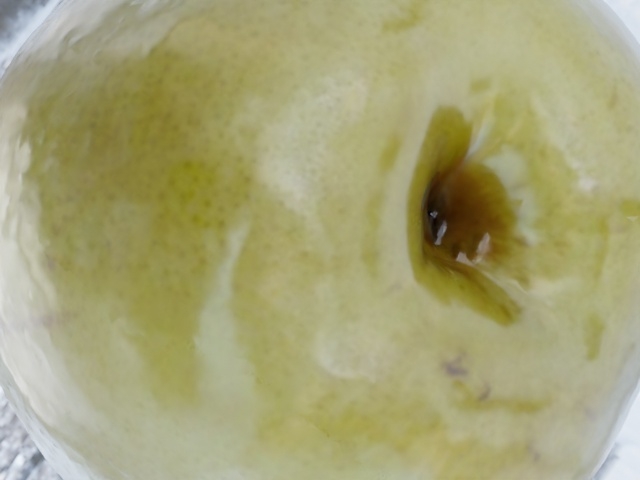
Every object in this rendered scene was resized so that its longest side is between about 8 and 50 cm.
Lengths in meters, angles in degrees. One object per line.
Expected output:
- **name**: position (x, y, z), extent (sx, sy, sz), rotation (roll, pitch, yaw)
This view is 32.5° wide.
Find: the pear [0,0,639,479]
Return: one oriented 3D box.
- **pear**: position (0.000, 0.000, 0.479), extent (0.314, 0.314, 0.314), rotation (35, 178, 1)
